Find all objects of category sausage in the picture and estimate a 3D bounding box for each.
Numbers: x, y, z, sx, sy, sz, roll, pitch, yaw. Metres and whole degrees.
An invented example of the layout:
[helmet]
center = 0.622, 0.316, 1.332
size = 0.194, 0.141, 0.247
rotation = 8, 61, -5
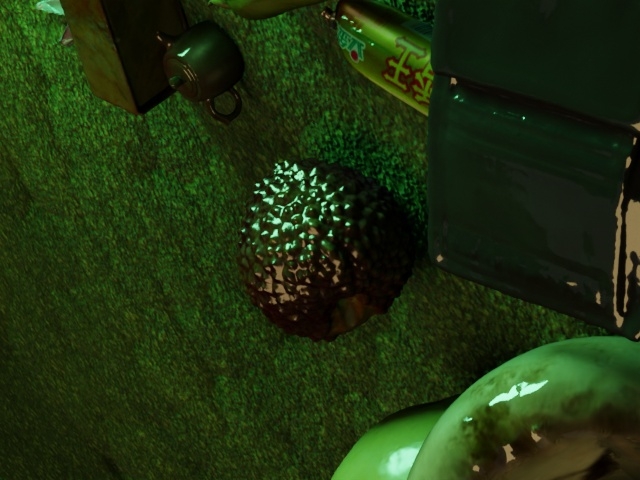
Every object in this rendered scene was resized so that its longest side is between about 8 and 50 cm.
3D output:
[sausage]
center = 0.132, -0.123, 1.599
size = 0.371, 0.082, 0.082
rotation = 34, 149, 33

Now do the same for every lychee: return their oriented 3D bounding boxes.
[lychee]
center = 0.000, 0.000, 1.865
size = 0.188, 0.188, 0.188
rotation = 38, 151, 26

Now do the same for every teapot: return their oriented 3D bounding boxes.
[teapot]
center = -0.124, -0.172, 1.948
size = 0.121, 0.068, 0.076
rotation = 57, 153, -10

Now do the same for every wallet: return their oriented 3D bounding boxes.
[wallet]
center = 0.182, -0.096, 1.473
size = 0.247, 0.041, 0.323
rotation = 20, 119, 40

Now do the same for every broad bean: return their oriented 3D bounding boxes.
[broad bean]
center = -0.013, -0.236, 1.685
size = 0.067, 0.075, 0.325
rotation = 41, 156, -27

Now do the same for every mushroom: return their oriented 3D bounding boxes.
[mushroom]
center = 0.244, 0.265, 1.589
size = 0.362, 0.362, 0.294
rotation = 56, -163, -9

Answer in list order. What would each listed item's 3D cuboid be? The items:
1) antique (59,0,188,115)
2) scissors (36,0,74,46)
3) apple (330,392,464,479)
[antique]
center = -0.219, -0.284, 1.932
size = 0.087, 0.093, 0.310
rotation = 26, 144, 41
[scissors]
center = -0.265, -0.255, 2.124
size = 0.133, 0.020, 0.187
rotation = 56, 153, -18
[apple]
center = 0.162, 0.274, 1.872
size = 0.295, 0.233, 0.258
rotation = 38, -179, -7
